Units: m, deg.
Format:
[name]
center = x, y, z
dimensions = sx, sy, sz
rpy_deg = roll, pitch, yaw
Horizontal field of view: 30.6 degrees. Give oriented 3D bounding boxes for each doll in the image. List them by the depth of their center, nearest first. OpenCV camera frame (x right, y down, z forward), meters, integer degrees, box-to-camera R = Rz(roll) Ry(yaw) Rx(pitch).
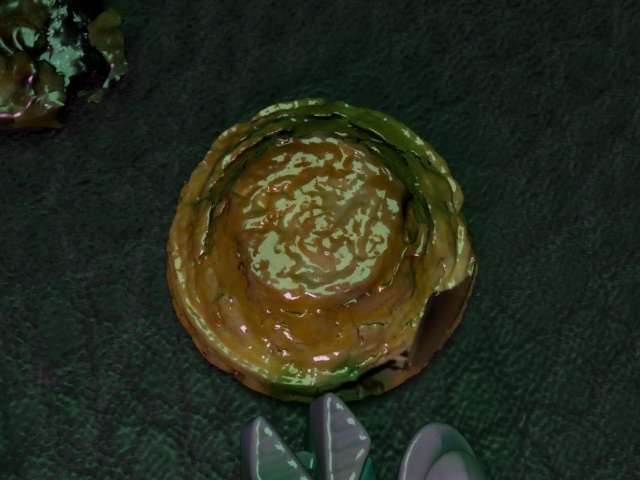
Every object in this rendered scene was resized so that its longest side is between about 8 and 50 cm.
[doll]
center = 0.038, 0.218, 0.753
dimensions = 0.258, 0.153, 0.195
rpy_deg = 47, 61, -3

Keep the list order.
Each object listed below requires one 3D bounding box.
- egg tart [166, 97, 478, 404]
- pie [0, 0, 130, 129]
[egg tart]
center = 0.000, 0.000, 0.859
dimensions = 0.241, 0.106, 0.241
rpy_deg = 0, 73, 1
[pie]
center = -0.257, -0.268, 0.976
dimensions = 0.297, 0.078, 0.371
rpy_deg = 16, 70, 7
